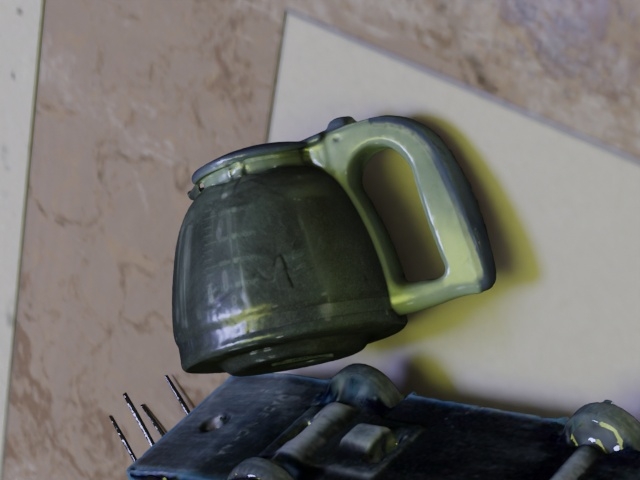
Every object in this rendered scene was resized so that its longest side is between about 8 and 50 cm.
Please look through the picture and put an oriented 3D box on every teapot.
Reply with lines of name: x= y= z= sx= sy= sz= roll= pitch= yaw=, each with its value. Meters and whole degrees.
teapot: x=-0.009 y=0.001 z=0.923 sx=0.149 sy=0.111 sz=0.108 roll=-22 pitch=77 yaw=48

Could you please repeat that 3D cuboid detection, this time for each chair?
chair: x=-0.080 y=0.119 z=1.072 sx=0.086 sy=0.037 sz=0.042 roll=60 pitch=144 yaw=13

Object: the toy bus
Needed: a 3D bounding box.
toy bus: x=0.056 y=0.141 z=0.906 sx=0.297 sy=0.106 sz=0.131 roll=7 pitch=125 yaw=40
